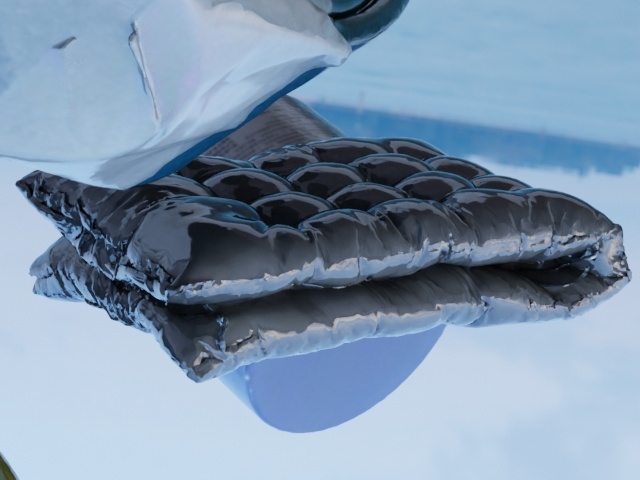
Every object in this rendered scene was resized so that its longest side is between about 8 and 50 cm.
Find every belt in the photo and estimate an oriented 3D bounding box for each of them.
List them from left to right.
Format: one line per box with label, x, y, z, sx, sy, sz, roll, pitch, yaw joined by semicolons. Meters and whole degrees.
belt;-0.091;-0.212;0.871;0.173;0.436;0.300;-31;119;32

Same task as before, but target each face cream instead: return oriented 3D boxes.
face cream;-0.028;0.014;1.604;0.249;0.249;0.225;3;-148;-46

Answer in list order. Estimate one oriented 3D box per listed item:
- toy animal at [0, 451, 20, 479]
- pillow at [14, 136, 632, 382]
toy animal;-0.319;0.106;1.032;0.180;0.181;0.363;-33;-117;-26
pillow;0.000;0.000;1.090;0.326;0.101;0.228;-9;-160;-31
